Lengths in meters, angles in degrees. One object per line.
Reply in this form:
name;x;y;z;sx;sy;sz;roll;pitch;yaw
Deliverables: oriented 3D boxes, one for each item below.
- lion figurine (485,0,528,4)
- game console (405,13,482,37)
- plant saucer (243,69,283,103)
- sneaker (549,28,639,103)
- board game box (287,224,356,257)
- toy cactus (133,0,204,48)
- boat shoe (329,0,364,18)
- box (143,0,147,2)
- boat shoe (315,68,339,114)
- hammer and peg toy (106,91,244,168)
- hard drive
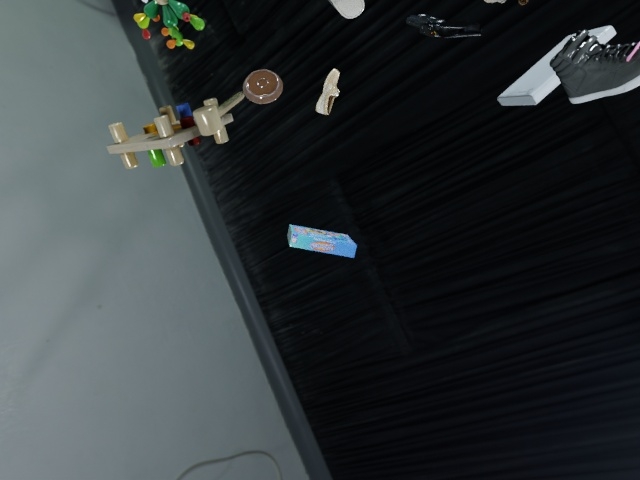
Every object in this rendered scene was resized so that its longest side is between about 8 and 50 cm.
lion figurine;0.692;-0.937;1.456;0.240;0.392;0.142;16;31;-54
game console;0.479;-0.878;1.806;0.213;0.044;0.361;-10;36;-14
plant saucer;-0.242;-0.650;1.851;0.029;0.168;0.168;88;-14;-72
sneaker;0.627;-0.405;0.980;0.147;0.104;0.296;43;-5;-10
board game box;0.000;0.000;1.457;0.210;0.047;0.160;11;11;-8
toy cactus;-0.413;-0.599;1.163;0.112;0.219;0.180;-47;144;-34
boat shoe;0.015;-0.790;1.279;0.335;0.112;0.095;33;37;-49
box;-0.529;-0.945;1.433;0.087;0.169;0.290;26;73;-30
boat shoe;0.041;-0.558;1.677;0.059;0.170;0.063;30;21;20
hammer and peg toy;-0.359;-0.293;1.194;0.266;0.361;0.127;-46;130;-49
hard drive;0.858;-0.637;1.640;0.047;0.353;0.233;47;4;-18
